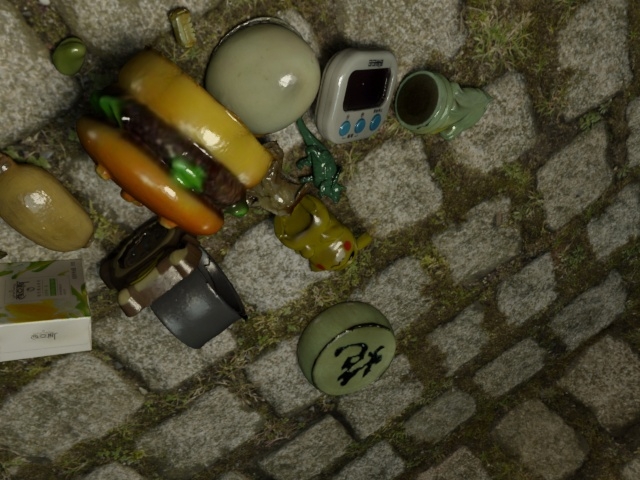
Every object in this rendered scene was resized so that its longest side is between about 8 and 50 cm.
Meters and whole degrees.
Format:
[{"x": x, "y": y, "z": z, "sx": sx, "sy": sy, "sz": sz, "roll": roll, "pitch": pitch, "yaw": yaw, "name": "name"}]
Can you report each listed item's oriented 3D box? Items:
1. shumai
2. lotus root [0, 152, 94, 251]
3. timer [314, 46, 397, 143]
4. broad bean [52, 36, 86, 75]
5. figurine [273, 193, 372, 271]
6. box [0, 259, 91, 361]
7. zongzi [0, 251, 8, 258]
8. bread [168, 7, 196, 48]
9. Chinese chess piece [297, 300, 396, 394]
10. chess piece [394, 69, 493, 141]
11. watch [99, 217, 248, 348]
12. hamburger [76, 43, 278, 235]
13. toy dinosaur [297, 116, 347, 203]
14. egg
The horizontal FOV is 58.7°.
[{"x": -0.129, "y": -0.143, "z": 1.457, "sx": 0.166, "sy": 0.175, "sz": 0.206, "roll": -41, "pitch": 169, "yaw": -27, "name": "shumai"}, {"x": -0.636, "y": -0.072, "z": 1.298, "sx": 0.146, "sy": 0.131, "sz": 0.303, "roll": -37, "pitch": 130, "yaw": -2, "name": "lotus root"}, {"x": 0.091, "y": -0.375, "z": 1.464, "sx": 0.262, "sy": 0.087, "sz": 0.237, "roll": -22, "pitch": 133, "yaw": -47, "name": "timer"}, {"x": -0.530, "y": -0.388, "z": 1.203, "sx": 0.063, "sy": 0.045, "sz": 0.083, "roll": 16, "pitch": 121, "yaw": -47, "name": "broad bean"}, {"x": -0.004, "y": -0.004, "z": 1.658, "sx": 0.218, "sy": 0.169, "sz": 0.327, "roll": -33, "pitch": 130, "yaw": 16, "name": "figurine"}, {"x": -0.658, "y": 0.157, "z": 1.355, "sx": 0.195, "sy": 0.260, "sz": 0.111, "roll": -4, "pitch": 123, "yaw": -26, "name": "box"}, {"x": -0.836, "y": 0.016, "z": 1.291, "sx": 0.176, "sy": 0.078, "sz": 0.160, "roll": -29, "pitch": 134, "yaw": -20, "name": "zongzi"}, {"x": -0.306, "y": -0.472, "z": 1.269, "sx": 0.049, "sy": 0.034, "sz": 0.088, "roll": -34, "pitch": 136, "yaw": -23, "name": "bread"}, {"x": 0.094, "y": 0.379, "z": 1.973, "sx": 0.350, "sy": 0.146, "sz": 0.349, "roll": -13, "pitch": 126, "yaw": -19, "name": "Chinese chess piece"}, {"x": 0.363, "y": -0.374, "z": 1.630, "sx": 0.298, "sy": 0.176, "sz": 0.175, "roll": 1, "pitch": 121, "yaw": -43, "name": "chess piece"}, {"x": -0.345, "y": 0.127, "z": 1.454, "sx": 0.314, "sy": 0.335, "sz": 0.327, "roll": -38, "pitch": 121, "yaw": 0, "name": "watch"}, {"x": -0.327, "y": -0.195, "z": 1.217, "sx": 0.277, "sy": 0.396, "sz": 0.396, "roll": -51, "pitch": 130, "yaw": -4, "name": "hamburger"}, {"x": -0.017, "y": -0.213, "z": 1.563, "sx": 0.120, "sy": 0.079, "sz": 0.292, "roll": -50, "pitch": 127, "yaw": -12, "name": "toy dinosaur"}, {"x": -0.127, "y": -0.365, "z": 1.345, "sx": 0.286, "sy": 0.174, "sz": 0.264, "roll": -39, "pitch": 127, "yaw": 5, "name": "egg"}]
